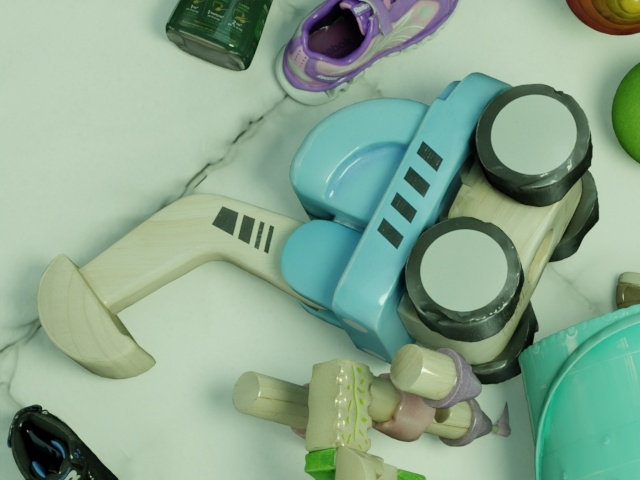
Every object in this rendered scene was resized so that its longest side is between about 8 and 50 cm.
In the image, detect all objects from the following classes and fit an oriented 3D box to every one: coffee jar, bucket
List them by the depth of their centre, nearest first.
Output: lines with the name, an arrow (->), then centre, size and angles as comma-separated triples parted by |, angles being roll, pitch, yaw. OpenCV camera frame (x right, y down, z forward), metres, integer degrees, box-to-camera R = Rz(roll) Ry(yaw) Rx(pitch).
bucket -> 0.323, 0.164, 1.545 | 0.281, 0.281, 0.183 | -14, 75, -3
coffee jar -> -0.084, -0.276, 1.730 | 0.096, 0.079, 0.184 | 23, 79, 7

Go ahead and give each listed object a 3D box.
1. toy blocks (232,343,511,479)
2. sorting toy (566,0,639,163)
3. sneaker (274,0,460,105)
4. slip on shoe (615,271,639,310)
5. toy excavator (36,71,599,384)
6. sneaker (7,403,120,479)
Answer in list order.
toy blocks -> 0.099, 0.258, 1.529 | 0.260, 0.309, 0.288 | 21, 64, -38
sorting toy -> 0.341, -0.132, 1.601 | 0.127, 0.126, 0.365 | -21, 106, 12
sneaker -> 0.057, -0.235, 1.710 | 0.236, 0.104, 0.095 | -38, 79, -9
slip on shoe -> 0.366, 0.064, 1.669 | 0.135, 0.051, 0.041 | 11, 72, 5
toy excavator -> 0.000, 0.000, 1.628 | 0.445, 0.222, 0.433 | 25, 78, 19
sneaker -> -0.227, 0.251, 1.590 | 0.079, 0.121, 0.217 | -43, 81, -8
